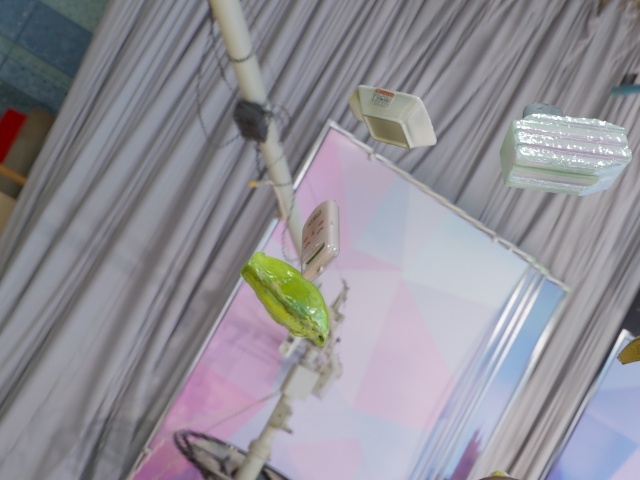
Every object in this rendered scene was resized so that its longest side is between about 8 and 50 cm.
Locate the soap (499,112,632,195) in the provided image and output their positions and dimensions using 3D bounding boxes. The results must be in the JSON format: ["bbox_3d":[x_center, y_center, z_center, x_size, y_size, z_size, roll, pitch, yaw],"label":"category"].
[{"bbox_3d":[0.470,-0.161,1.502,0.230,0.145,0.091,8,-41,-3],"label":"soap"}]

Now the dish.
[{"bbox_3d":[0.155,-0.286,1.873,0.234,0.064,0.154,22,-26,40],"label":"dish"}]

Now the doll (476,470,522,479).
[{"bbox_3d":[0.309,0.460,1.359,0.145,0.096,0.188,-15,-39,25],"label":"doll"}]

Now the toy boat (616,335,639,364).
[{"bbox_3d":[0.672,0.216,1.618,0.047,0.049,0.149,58,-31,15],"label":"toy boat"}]

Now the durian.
[{"bbox_3d":[-0.060,0.125,1.641,0.250,0.101,0.139,43,-17,-7],"label":"durian"}]

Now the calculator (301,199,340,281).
[{"bbox_3d":[0.000,0.000,1.446,0.032,0.100,0.175,27,37,-21],"label":"calculator"}]

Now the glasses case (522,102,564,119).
[{"bbox_3d":[0.577,-0.272,2.018,0.109,0.282,0.067,8,-50,6],"label":"glasses case"}]
